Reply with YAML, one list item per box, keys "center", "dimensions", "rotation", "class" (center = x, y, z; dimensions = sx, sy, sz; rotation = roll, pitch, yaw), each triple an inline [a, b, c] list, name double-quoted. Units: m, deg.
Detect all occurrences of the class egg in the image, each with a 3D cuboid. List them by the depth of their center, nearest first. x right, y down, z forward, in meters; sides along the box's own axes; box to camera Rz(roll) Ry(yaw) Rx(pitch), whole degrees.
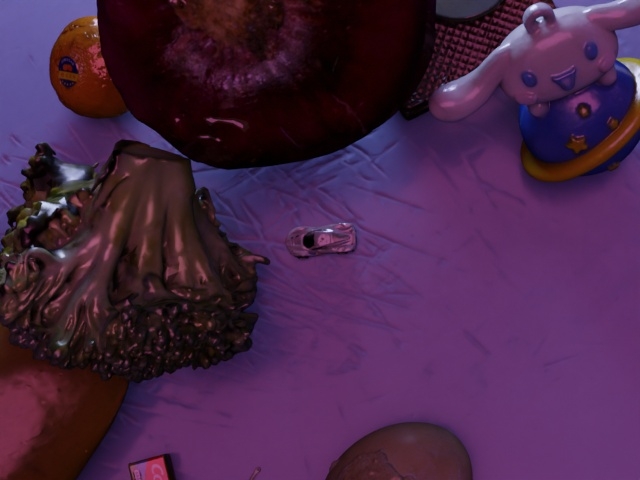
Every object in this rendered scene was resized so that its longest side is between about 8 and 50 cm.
- center: [0.089, 0.302, 1.441]
  dimensions: [0.201, 0.164, 0.164]
  rotation: [-38, 80, -3]
  class: "egg"

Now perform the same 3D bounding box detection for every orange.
- center: [-0.283, -0.225, 1.578]
  dimensions: [0.136, 0.117, 0.135]
  rotation: [17, 114, 44]
  class: "orange"

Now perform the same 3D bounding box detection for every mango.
- center: [-0.395, 0.229, 1.498]
  dimensions: [0.365, 0.182, 0.253]
  rotation: [-38, 80, 1]
  class: "mango"

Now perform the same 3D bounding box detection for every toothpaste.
- center: [-0.183, 0.365, 1.525]
  dimensions: [0.070, 0.044, 0.193]
  rotation: [-15, 81, 3]
  class: "toothpaste"

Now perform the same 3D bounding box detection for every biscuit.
- center: [0.194, -0.252, 1.548]
  dimensions: [0.252, 0.070, 0.106]
  rotation: [-25, 81, 2]
  class: "biscuit"

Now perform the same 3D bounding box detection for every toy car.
- center: [0.000, 0.000, 1.560]
  dimensions: [0.093, 0.025, 0.041]
  rotation: [-7, 81, 6]
  class: "toy car"

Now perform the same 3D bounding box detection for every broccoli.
- center: [-0.225, 0.027, 1.437]
  dimensions: [0.334, 0.324, 0.272]
  rotation: [18, 85, -1]
  class: "broccoli"

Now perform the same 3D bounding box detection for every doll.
- center: [0.318, -0.207, 1.446]
  dimensions: [0.242, 0.159, 0.311]
  rotation: [40, 119, -19]
  class: "doll"

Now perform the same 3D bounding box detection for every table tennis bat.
- center: [0.144, -0.358, 1.553]
  dimensions: [0.131, 0.022, 0.234]
  rotation: [-46, 60, -9]
  class: "table tennis bat"

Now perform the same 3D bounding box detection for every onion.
- center: [-0.068, -0.292, 1.466]
  dimensions: [0.398, 0.420, 0.398]
  rotation: [-3, 114, -7]
  class: "onion"

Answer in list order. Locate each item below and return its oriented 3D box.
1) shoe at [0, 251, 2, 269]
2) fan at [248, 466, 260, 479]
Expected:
- center: [-0.586, 0.105, 1.509]
  dimensions: [0.384, 0.237, 0.171]
  rotation: [-34, 80, 1]
  class: "shoe"
- center: [-0.100, 0.323, 1.540]
  dimensions: [0.056, 0.004, 0.083]
  rotation: [35, 87, 10]
  class: "fan"
